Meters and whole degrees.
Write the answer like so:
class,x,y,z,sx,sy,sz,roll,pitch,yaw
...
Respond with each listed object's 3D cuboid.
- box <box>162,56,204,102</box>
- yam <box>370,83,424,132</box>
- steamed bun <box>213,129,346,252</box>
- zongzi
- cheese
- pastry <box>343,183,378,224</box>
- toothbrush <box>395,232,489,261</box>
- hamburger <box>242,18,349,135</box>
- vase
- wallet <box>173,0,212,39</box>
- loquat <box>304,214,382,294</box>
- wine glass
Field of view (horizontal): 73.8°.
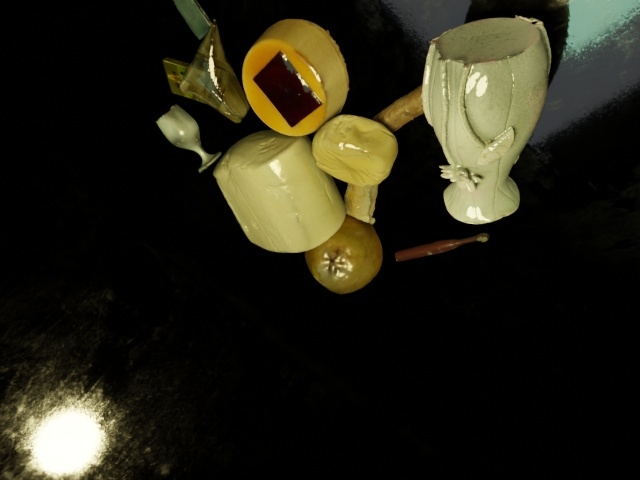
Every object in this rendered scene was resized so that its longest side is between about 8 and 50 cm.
class,x,y,z,sx,sy,sz,roll,pitch,yaw
box,-0.440,-0.539,1.448,0.193,0.030,0.121,22,143,18
yam,0.193,-0.319,1.133,0.081,0.081,0.357,47,143,-17
steamed bun,-0.128,-0.181,1.380,0.456,0.290,0.371,13,136,53
zongzi,-0.284,-0.506,1.304,0.221,0.112,0.242,32,129,-19
cheese,0.088,-0.234,1.146,0.226,0.117,0.214,16,158,0
pastry,0.125,-0.168,1.356,0.121,0.089,0.258,13,140,14
toothbrush,0.390,0.023,1.406,0.041,0.041,0.364,49,144,-19
hamburger,-0.064,-0.428,1.130,0.300,0.176,0.300,21,138,20
vase,0.363,-0.239,0.949,0.250,0.250,0.445,14,146,29
wallet,-0.370,-0.661,1.243,0.088,0.026,0.129,-2,132,47
loquat,0.083,0.038,1.471,0.276,0.284,0.276,3,106,12
wine glass,-0.492,-0.382,1.598,0.126,0.126,0.241,-11,127,47
